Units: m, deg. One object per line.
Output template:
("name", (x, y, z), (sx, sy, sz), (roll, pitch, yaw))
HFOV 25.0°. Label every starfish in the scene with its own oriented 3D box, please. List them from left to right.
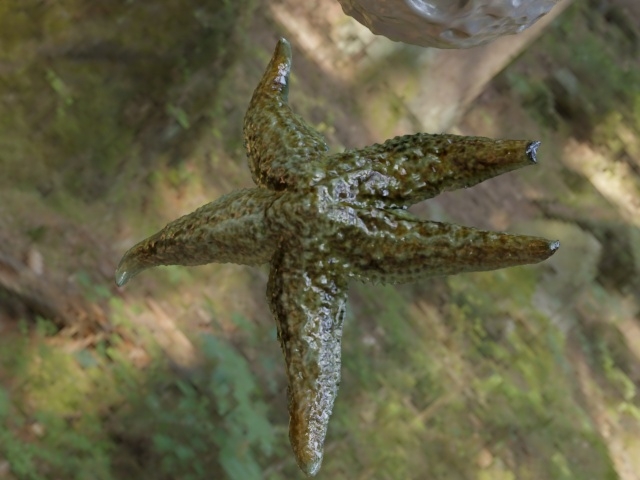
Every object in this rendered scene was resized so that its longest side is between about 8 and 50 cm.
("starfish", (-0.001, 0.000, 0.666), (0.050, 0.223, 0.217), (22, 59, -61))

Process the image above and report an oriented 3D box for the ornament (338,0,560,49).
("ornament", (0.133, -0.371, 1.572), (0.337, 0.337, 0.337), (49, 1, -2))
